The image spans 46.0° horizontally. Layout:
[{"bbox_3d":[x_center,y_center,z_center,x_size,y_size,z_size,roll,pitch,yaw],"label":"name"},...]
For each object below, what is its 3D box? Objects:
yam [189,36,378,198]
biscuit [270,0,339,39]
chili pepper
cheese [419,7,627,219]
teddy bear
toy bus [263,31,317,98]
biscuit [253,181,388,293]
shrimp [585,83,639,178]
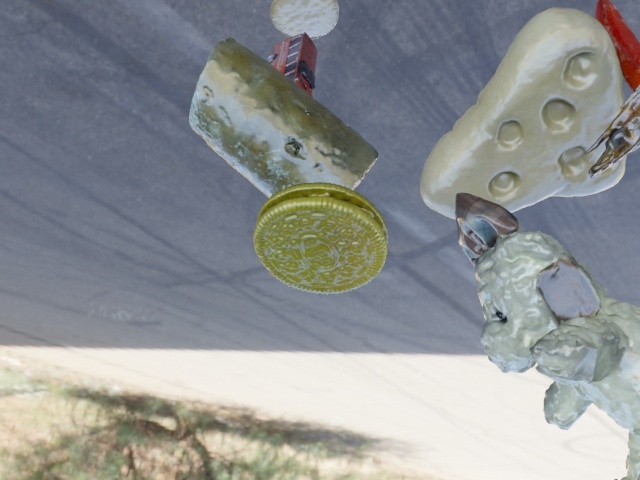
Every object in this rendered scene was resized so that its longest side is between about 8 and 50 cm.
[{"bbox_3d":[-0.044,-0.105,0.747,0.194,0.107,0.107,40,157,1],"label":"yam"},{"bbox_3d":[-0.033,-0.476,1.584,0.152,0.020,0.152,-2,150,-1],"label":"biscuit"},{"bbox_3d":[0.508,-0.294,1.222,0.071,0.272,0.063,-8,149,-29],"label":"chili pepper"},{"bbox_3d":[0.326,-0.204,1.232,0.351,0.129,0.328,-11,128,2],"label":"cheese"},{"bbox_3d":[0.276,0.169,0.936,0.362,0.375,0.327,19,170,18],"label":"teddy bear"},{"bbox_3d":[-0.057,-0.303,1.384,0.096,0.234,0.073,-25,121,19],"label":"toy bus"},{"bbox_3d":[0.000,0.000,0.465,0.084,0.023,0.084,4,137,4],"label":"biscuit"},{"bbox_3d":[0.327,-0.107,0.573,0.251,0.052,0.143,-35,94,27],"label":"shrimp"}]
